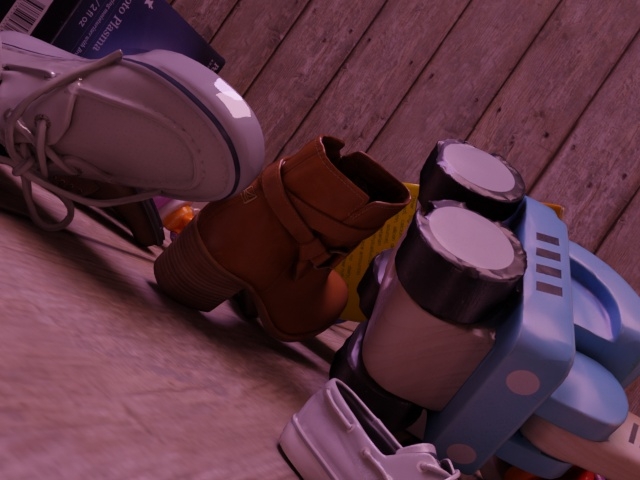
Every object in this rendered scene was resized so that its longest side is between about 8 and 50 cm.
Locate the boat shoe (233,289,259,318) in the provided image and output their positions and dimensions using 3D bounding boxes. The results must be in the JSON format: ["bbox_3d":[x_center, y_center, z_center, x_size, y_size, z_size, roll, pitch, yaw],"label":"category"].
[{"bbox_3d":[-0.078,0.050,0.864,0.072,0.068,0.190,-5,22,-16],"label":"boat shoe"}]

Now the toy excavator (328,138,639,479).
[{"bbox_3d":[0.243,0.150,0.614,0.445,0.222,0.433,25,36,1],"label":"toy excavator"}]

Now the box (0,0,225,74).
[{"bbox_3d":[-0.354,-0.268,1.041,0.182,0.296,0.294,34,-1,29],"label":"box"}]

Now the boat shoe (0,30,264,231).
[{"bbox_3d":[-0.228,-0.093,0.554,0.367,0.156,0.136,21,-47,26],"label":"boat shoe"}]

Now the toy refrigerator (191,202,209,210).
[{"bbox_3d":[-0.289,-0.099,1.479,0.269,0.102,0.094,34,-1,39],"label":"toy refrigerator"}]

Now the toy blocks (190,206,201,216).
[{"bbox_3d":[-0.204,-0.015,1.140,0.148,0.054,0.123,35,-1,36],"label":"toy blocks"}]

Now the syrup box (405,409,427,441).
[{"bbox_3d":[0.118,0.181,0.884,0.093,0.096,0.237,34,0,-8],"label":"syrup box"}]

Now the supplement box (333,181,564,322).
[{"bbox_3d":[0.137,0.022,0.945,0.356,0.194,0.195,10,3,12],"label":"supplement box"}]

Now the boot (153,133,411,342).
[{"bbox_3d":[0.000,0.000,0.675,0.283,0.220,0.109,25,38,-47],"label":"boot"}]

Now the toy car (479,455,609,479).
[{"bbox_3d":[0.284,0.282,0.759,0.182,0.159,0.136,35,34,-17],"label":"toy car"}]

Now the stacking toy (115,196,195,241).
[{"bbox_3d":[-0.231,-0.078,0.895,0.302,0.165,0.175,51,-44,3],"label":"stacking toy"}]

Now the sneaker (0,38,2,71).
[{"bbox_3d":[-0.341,-0.150,0.312,0.236,0.130,0.323,25,3,9],"label":"sneaker"}]

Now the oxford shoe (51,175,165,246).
[{"bbox_3d":[-0.270,-0.075,0.774,0.227,0.096,0.083,53,-17,-8],"label":"oxford shoe"}]

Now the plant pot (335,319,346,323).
[{"bbox_3d":[-0.016,0.022,1.338,0.236,0.212,0.236,35,-2,-40],"label":"plant pot"}]

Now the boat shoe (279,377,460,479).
[{"bbox_3d":[0.047,0.144,0.380,0.066,0.063,0.184,35,-1,-36],"label":"boat shoe"}]
